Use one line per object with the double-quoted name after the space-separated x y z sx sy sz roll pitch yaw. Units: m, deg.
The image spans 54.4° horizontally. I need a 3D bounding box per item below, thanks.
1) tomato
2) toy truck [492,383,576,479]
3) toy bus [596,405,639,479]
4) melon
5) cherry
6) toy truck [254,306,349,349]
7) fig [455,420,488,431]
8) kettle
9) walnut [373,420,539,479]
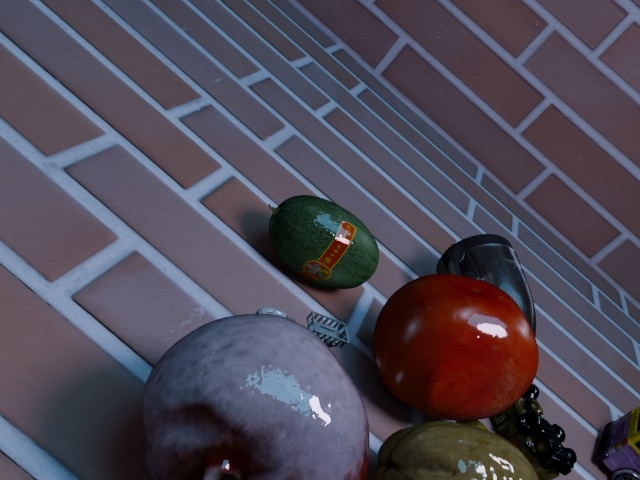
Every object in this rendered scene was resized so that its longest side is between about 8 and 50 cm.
0.275 0.221 1.296 0.325 0.289 0.293 11 22 0 "tomato"
0.476 0.428 1.453 0.127 0.127 0.257 30 30 -33 "toy truck"
0.972 0.647 1.625 0.440 0.249 0.209 49 30 12 "toy bus"
0.000 0.000 1.394 0.288 0.182 0.182 31 31 -15 "melon"
-0.094 0.244 0.869 0.326 0.291 0.335 35 20 -28 "cherry"
-0.051 0.180 1.160 0.178 0.115 0.080 23 34 -27 "toy truck"
0.339 0.426 1.330 0.166 0.093 0.093 19 36 -42 "fig"
0.438 0.157 1.656 0.321 0.228 0.324 33 32 -40 "kettle"
0.230 0.425 1.055 0.283 0.283 0.227 28 73 -23 "walnut"
